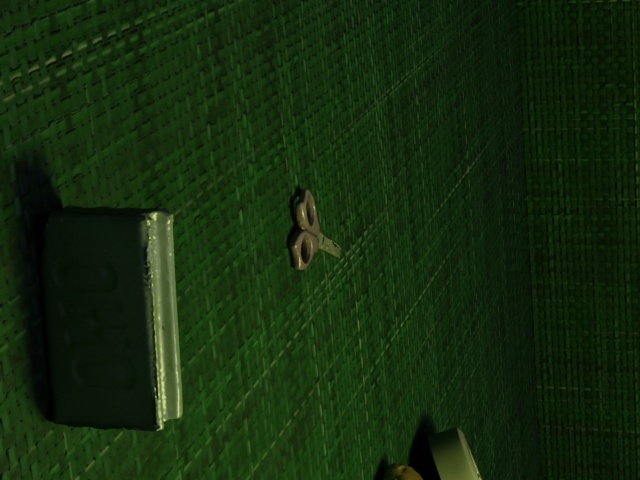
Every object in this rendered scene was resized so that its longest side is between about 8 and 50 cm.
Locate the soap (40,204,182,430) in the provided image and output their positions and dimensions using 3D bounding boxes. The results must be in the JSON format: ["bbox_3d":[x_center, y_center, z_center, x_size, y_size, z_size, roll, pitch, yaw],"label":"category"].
[{"bbox_3d":[-0.189,0.069,1.261,0.063,0.114,0.198,-26,115,-69],"label":"soap"}]

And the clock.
[{"bbox_3d":[0.255,0.450,2.492,0.230,0.083,0.230,-21,90,-88],"label":"clock"}]

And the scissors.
[{"bbox_3d":[-0.001,0.000,1.952,0.212,0.021,0.110,31,63,-67],"label":"scissors"}]

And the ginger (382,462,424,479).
[{"bbox_3d":[0.168,0.579,2.319,0.363,0.122,0.348,77,12,-61],"label":"ginger"}]
